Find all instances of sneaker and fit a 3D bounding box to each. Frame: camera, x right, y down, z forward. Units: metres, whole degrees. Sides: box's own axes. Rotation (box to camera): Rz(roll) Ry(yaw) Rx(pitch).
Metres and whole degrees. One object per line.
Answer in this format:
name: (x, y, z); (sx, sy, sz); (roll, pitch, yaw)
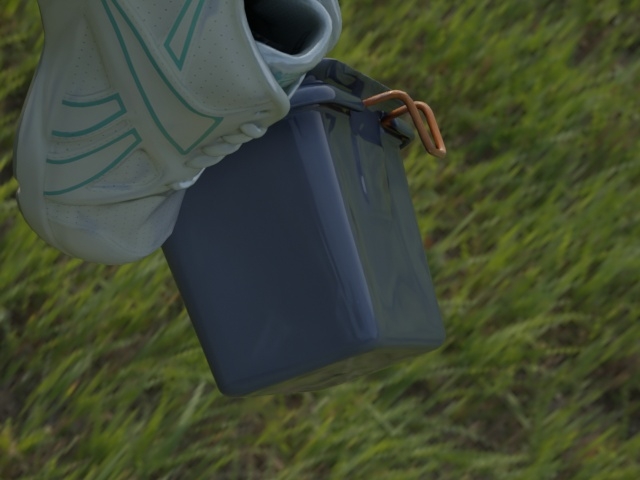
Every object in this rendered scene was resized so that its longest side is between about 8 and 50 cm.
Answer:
sneaker: (-0.031, -0.036, 0.371); (0.061, 0.152, 0.054); (20, 57, 5)

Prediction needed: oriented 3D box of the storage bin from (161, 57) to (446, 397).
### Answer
storage bin: (0.000, 0.000, 0.577); (0.135, 0.098, 0.091); (10, 61, -74)
